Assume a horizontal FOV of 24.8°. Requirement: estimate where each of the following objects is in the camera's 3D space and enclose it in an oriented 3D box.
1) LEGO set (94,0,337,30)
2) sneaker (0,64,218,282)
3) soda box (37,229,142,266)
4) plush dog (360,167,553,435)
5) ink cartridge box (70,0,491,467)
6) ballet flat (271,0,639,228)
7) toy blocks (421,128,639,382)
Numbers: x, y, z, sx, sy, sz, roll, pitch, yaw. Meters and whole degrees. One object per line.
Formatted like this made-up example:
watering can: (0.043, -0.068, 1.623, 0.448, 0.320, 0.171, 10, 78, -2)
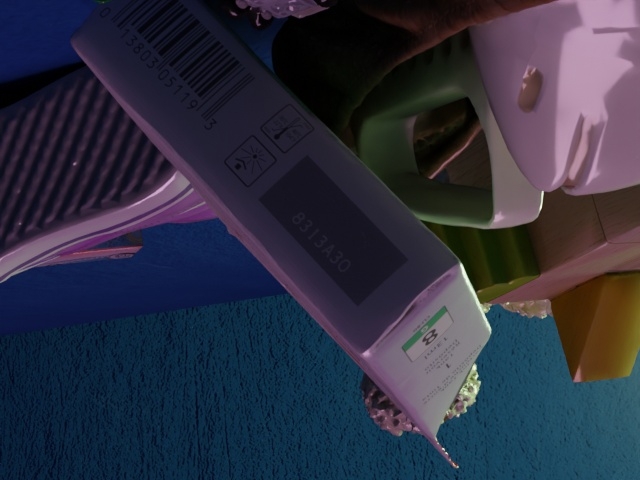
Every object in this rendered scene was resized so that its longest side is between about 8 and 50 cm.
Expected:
LEGO set: (-0.069, -0.112, 0.420, 0.182, 0.060, 0.244, -1, 166, -13)
sneaker: (-0.151, -0.024, 0.810, 0.282, 0.102, 0.161, -10, 177, 23)
soda box: (-0.224, -0.009, 1.047, 0.183, 0.058, 0.063, -5, 174, -16)
plush dog: (0.113, -0.013, 1.083, 0.262, 0.211, 0.225, -36, 173, -29)
ink cartridge box: (0.000, 0.000, 0.621, 0.056, 0.181, 0.225, -43, 157, -2)
ballet flat: (0.066, -0.069, 0.518, 0.116, 0.124, 0.342, -8, 174, -22)
toy blocks: (0.262, -0.059, 0.780, 0.381, 0.191, 0.261, -3, 161, -37)
